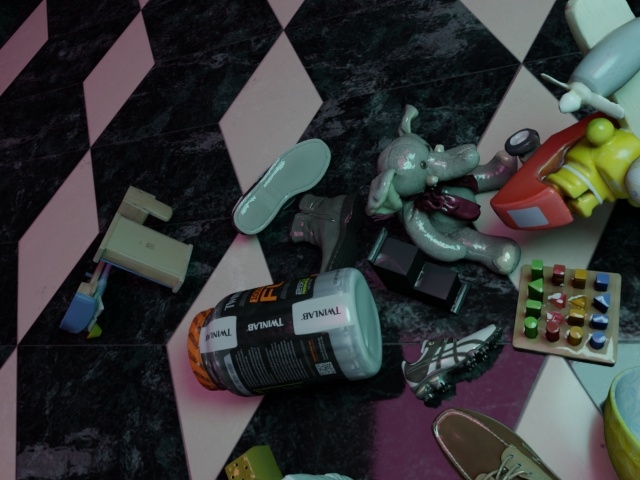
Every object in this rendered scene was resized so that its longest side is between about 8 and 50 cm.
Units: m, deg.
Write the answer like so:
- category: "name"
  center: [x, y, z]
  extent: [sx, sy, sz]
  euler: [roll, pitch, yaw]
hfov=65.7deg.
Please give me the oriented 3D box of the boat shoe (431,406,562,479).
- category: "boat shoe"
  center: [0.302, 0.370, 0.741]
  extent: [0.324, 0.116, 0.123]
  euler: [36, 82, 34]

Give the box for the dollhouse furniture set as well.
- category: "dollhouse furniture set"
  center: [-0.487, 0.083, 1.277]
  extent: [0.303, 0.198, 0.286]
  euler: [-49, 25, 30]

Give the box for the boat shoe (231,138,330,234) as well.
- category: "boat shoe"
  center: [-0.102, -0.134, 1.200]
  extent: [0.302, 0.114, 0.091]
  euler: [-41, 15, -16]

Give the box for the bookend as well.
- category: "bookend"
  center: [0.188, 0.060, 0.935]
  extent: [0.156, 0.157, 0.072]
  euler: [19, 73, 31]

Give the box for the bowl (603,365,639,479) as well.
- category: "bowl"
  center: [0.502, 0.314, 0.640]
  extent: [0.289, 0.289, 0.156]
  euler: [26, 119, 32]

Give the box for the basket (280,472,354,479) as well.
- category: "basket"
  center: [0.008, 0.532, 0.663]
  extent: [0.266, 0.328, 0.331]
  euler: [28, 77, 29]

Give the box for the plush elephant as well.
- category: "plush elephant"
  center: [0.216, -0.112, 0.954]
  extent: [0.330, 0.255, 0.271]
  euler: [5, 66, 26]

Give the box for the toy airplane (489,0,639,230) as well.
- category: "toy airplane"
  center: [0.493, -0.144, 0.735]
  extent: [0.386, 0.384, 0.272]
  euler: [9, 36, 1]

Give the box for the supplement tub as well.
- category: "supplement tub"
  center: [-0.067, 0.182, 0.950]
  extent: [0.338, 0.207, 0.207]
  euler: [-14, 59, 16]

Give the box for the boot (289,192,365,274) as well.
- category: "boot"
  center: [0.000, 0.000, 1.108]
  extent: [0.161, 0.083, 0.246]
  euler: [-1, 57, 31]

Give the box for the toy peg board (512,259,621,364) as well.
- category: "toy peg board"
  center: [0.423, 0.112, 0.850]
  extent: [0.161, 0.079, 0.161]
  euler: [6, 67, 26]

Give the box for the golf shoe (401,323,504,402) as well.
- category: "golf shoe"
  center: [0.233, 0.199, 0.889]
  extent: [0.198, 0.077, 0.094]
  euler: [-37, 55, 0]

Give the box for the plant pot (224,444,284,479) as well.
- category: "plant pot"
  center: [-0.130, 0.433, 0.917]
  extent: [0.081, 0.083, 0.081]
  euler: [-36, 56, 2]
